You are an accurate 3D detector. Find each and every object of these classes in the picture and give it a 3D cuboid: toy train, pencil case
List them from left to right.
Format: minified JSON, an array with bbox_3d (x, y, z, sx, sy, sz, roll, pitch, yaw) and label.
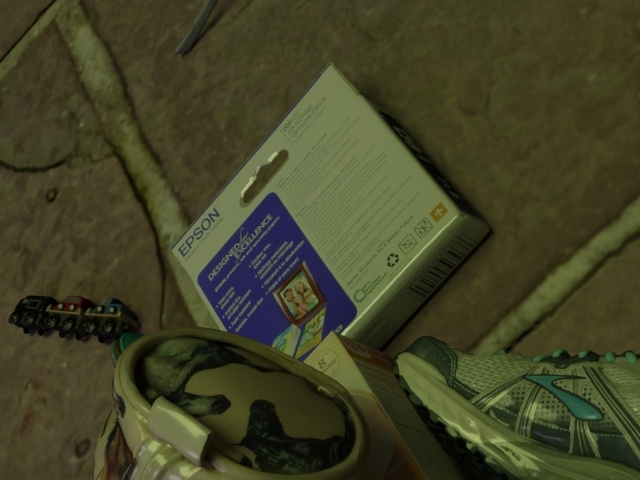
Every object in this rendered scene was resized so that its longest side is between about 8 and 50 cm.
[{"bbox_3d":[-0.211,0.065,1.435,0.158,0.027,0.036,3,61,43],"label":"toy train"},{"bbox_3d":[-0.117,0.237,1.073,0.160,0.183,0.410,34,120,12],"label":"pencil case"}]

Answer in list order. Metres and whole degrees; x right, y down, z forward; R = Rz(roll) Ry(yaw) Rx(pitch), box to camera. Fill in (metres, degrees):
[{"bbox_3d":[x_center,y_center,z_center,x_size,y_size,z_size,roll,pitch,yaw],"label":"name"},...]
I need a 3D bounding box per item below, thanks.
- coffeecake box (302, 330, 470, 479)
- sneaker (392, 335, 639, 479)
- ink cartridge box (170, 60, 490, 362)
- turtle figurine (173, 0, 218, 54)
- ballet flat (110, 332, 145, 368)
[{"bbox_3d":[0.020,0.178,1.138,0.142,0.068,0.185,-48,45,15],"label":"coffeecake box"},{"bbox_3d":[0.165,0.119,1.034,0.122,0.110,0.283,-48,45,-12],"label":"sneaker"},{"bbox_3d":[0.000,0.000,1.261,0.206,0.045,0.208,-48,47,13],"label":"ink cartridge box"},{"bbox_3d":[-0.063,-0.357,1.458,0.266,0.274,0.198,-18,33,12],"label":"turtle figurine"},{"bbox_3d":[-0.113,0.135,1.288,0.188,0.070,0.070,35,94,49],"label":"ballet flat"}]
